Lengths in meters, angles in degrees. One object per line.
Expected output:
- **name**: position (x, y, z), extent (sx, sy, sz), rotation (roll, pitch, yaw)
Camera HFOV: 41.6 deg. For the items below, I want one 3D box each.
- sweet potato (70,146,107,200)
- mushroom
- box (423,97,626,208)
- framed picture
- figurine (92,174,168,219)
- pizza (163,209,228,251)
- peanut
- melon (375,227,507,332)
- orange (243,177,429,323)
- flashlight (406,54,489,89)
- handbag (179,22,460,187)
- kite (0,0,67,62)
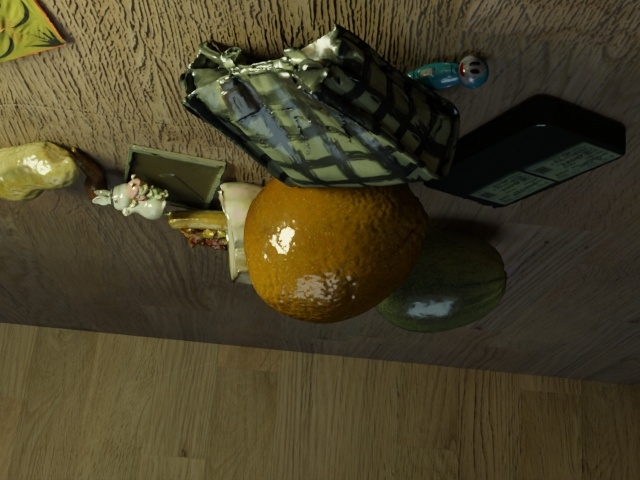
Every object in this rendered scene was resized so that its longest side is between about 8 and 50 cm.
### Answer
- **sweet potato**: position (-0.496, -0.138, 1.825), extent (0.050, 0.050, 0.214), rotation (6, 157, -1)
- **mushroom**: position (-0.121, -0.039, 1.790), extent (0.173, 0.236, 0.162), rotation (-9, 150, -6)
- **box**: position (0.363, -0.150, 1.544), extent (0.211, 0.058, 0.350), rotation (13, 159, -26)
- **framed picture**: position (-0.326, -0.129, 1.839), extent (0.209, 0.019, 0.281), rotation (10, 160, -15)
- **figurine**: position (-0.408, -0.105, 1.826), extent (0.146, 0.081, 0.098), rotation (19, 115, -22)
- **pizza**: position (-0.240, -0.016, 2.029), extent (0.290, 0.081, 0.229), rotation (6, 170, -22)
- **peanut**: position (-0.595, -0.141, 1.736), extent (0.237, 0.120, 0.110), rotation (-3, -174, 21)
- **melon**: position (0.270, 0.093, 1.982), extent (0.329, 0.248, 0.248), rotation (-5, 158, 19)
- **orange**: position (0.029, -0.007, 1.624), extent (0.357, 0.322, 0.322), rotation (-22, 158, 2)
- **flashlight**: position (0.196, -0.254, 1.304), extent (0.129, 0.051, 0.051), rotation (-3, 159, 32)
- **handbag**: position (0.001, -0.199, 1.326), extent (0.325, 0.162, 0.327), rotation (1, 159, 39)
- **kite**: position (-0.536, -0.333, 1.249), extent (0.328, 0.013, 0.377), rotation (11, 149, -35)
